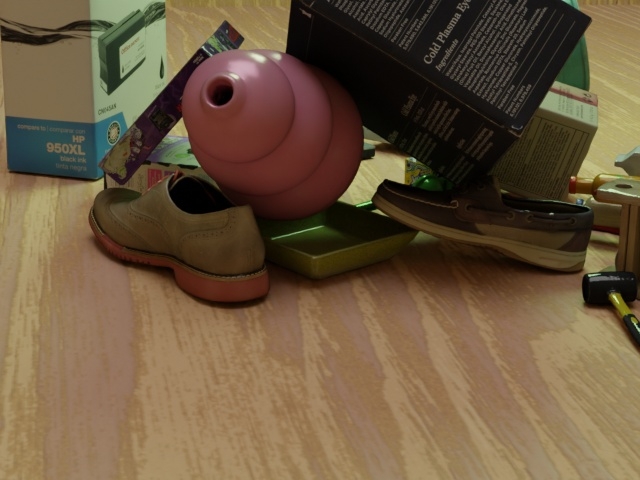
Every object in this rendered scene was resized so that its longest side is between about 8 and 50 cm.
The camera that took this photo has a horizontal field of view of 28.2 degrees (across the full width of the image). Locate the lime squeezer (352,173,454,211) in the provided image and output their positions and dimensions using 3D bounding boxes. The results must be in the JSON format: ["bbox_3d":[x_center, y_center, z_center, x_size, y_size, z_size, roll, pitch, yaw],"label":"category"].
[{"bbox_3d":[0.181,-0.051,1.828,0.310,0.059,0.110,3,49,1],"label":"lime squeezer"}]

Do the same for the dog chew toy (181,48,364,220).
[{"bbox_3d":[-0.068,-0.138,1.546,0.207,0.206,0.332,7,-6,17],"label":"dog chew toy"}]

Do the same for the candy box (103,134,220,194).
[{"bbox_3d":[-0.198,-0.102,1.898,0.196,0.070,0.165,7,19,19],"label":"candy box"}]

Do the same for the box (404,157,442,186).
[{"bbox_3d":[0.209,-0.109,1.974,0.169,0.054,0.059,-15,25,-39],"label":"box"}]

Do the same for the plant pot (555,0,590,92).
[{"bbox_3d":[0.378,-0.392,2.547,0.255,0.271,0.271,-12,18,3],"label":"plant pot"}]

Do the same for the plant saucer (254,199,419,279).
[{"bbox_3d":[0.000,0.000,1.645,0.188,0.045,0.188,-15,24,-39],"label":"plant saucer"}]

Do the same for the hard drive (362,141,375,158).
[{"bbox_3d":[0.010,-0.150,2.133,0.135,0.022,0.094,-11,22,-32],"label":"hard drive"}]

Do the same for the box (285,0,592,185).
[{"bbox_3d":[0.131,-0.243,1.626,0.312,0.179,0.343,32,-9,1],"label":"box"}]

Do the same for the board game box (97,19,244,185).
[{"bbox_3d":[-0.198,-0.199,1.765,0.056,0.208,0.347,45,12,-10],"label":"board game box"}]

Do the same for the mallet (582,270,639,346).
[{"bbox_3d":[0.356,0.084,1.443,0.062,0.039,0.189,-6,23,-10],"label":"mallet"}]

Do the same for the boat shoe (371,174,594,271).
[{"bbox_3d":[0.210,-0.040,1.629,0.285,0.092,0.103,17,16,2],"label":"boat shoe"}]

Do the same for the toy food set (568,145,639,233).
[{"bbox_3d":[0.416,-0.071,1.782,0.105,0.111,0.232,8,22,19],"label":"toy food set"}]

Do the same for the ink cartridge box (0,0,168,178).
[{"bbox_3d":[-0.374,-0.326,2.045,0.166,0.394,0.285,6,19,16],"label":"ink cartridge box"}]

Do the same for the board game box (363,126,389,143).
[{"bbox_3d":[0.251,-0.188,2.178,0.305,0.053,0.193,15,22,35],"label":"board game box"}]

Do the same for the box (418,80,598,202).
[{"bbox_3d":[0.278,-0.167,1.892,0.232,0.148,0.127,19,32,1],"label":"box"}]

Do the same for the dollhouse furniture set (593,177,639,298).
[{"bbox_3d":[0.432,-0.013,1.581,0.129,0.129,0.184,15,24,35],"label":"dollhouse furniture set"}]

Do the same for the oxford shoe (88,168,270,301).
[{"bbox_3d":[-0.178,-0.032,1.593,0.123,0.130,0.348,-15,24,-39],"label":"oxford shoe"}]
